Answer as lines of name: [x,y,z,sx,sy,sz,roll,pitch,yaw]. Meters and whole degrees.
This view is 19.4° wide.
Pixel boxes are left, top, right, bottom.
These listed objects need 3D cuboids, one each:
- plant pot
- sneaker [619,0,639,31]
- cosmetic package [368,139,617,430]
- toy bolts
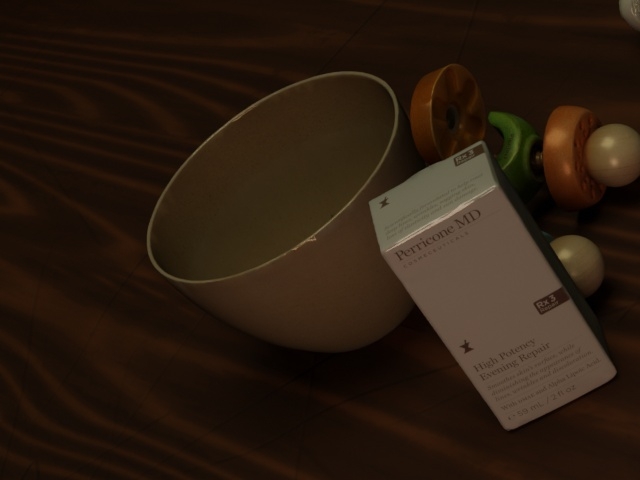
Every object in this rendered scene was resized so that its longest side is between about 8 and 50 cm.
plant pot: [0.000,0.000,1.829,0.284,0.191,0.284,-26,32,18]
sneaker: [0.364,-0.302,1.991,0.240,0.091,0.126,-54,17,-25]
cosmetic package: [0.148,0.041,1.588,0.117,0.231,0.085,-30,32,12]
toy bolts: [0.191,-0.046,1.717,0.158,0.218,0.228,-3,63,35]
